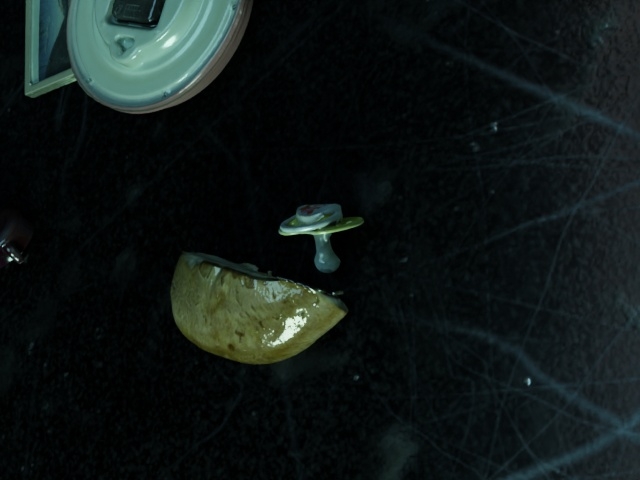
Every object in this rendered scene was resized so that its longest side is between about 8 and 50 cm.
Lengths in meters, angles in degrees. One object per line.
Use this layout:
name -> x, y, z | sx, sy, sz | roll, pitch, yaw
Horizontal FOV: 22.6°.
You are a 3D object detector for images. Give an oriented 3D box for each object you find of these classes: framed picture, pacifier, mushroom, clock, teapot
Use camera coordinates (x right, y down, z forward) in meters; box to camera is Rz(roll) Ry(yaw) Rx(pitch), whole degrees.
framed picture -> -0.277, -0.273, 1.781 | 0.150, 0.015, 0.203 | -15, 70, 38
pacifier -> 0.000, 0.000, 1.448 | 0.083, 0.068, 0.064 | -1, 105, 40
mushroom -> -0.072, 0.064, 1.483 | 0.210, 0.072, 0.094 | 18, 100, 42
clock -> -0.168, -0.248, 1.642 | 0.244, 0.056, 0.244 | -10, 73, 34
teapot -> -0.345, -0.001, 1.757 | 0.068, 0.045, 0.100 | -42, 33, -2
